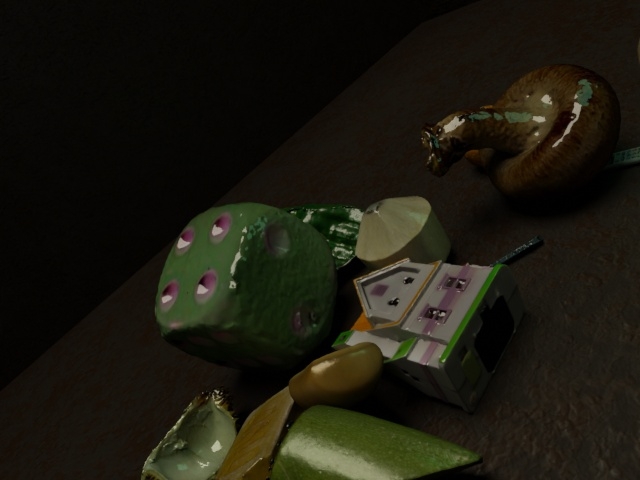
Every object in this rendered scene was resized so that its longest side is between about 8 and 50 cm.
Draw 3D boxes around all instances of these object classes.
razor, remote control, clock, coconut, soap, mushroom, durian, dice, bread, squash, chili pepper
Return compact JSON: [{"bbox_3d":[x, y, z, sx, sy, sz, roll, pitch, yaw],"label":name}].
[{"bbox_3d":[0.372,0.042,1.065,0.190,0.033,0.066,-31,69,5],"label":"razor"},{"bbox_3d":[0.653,-0.175,1.095,0.125,0.017,0.053,-12,33,43],"label":"remote control"},{"bbox_3d":[0.182,0.150,0.966,0.310,0.166,0.235,7,48,47],"label":"clock"},{"bbox_3d":[0.178,-0.003,1.169,0.202,0.222,0.202,-29,30,19],"label":"coconut"},{"bbox_3d":[-0.100,0.382,0.923,0.160,0.080,0.257,-40,6,21],"label":"soap"},{"bbox_3d":[0.445,-0.258,1.143,0.334,0.356,0.331,-54,4,35],"label":"mushroom"},{"bbox_3d":[-0.253,0.422,1.081,0.144,0.139,0.252,4,45,49],"label":"durian"},{"bbox_3d":[-0.170,0.119,1.215,0.322,0.318,0.330,-16,54,40],"label":"dice"},{"bbox_3d":[0.028,0.249,0.893,0.148,0.098,0.217,-13,-20,-17],"label":"bread"},{"bbox_3d":[0.076,0.351,0.729,0.261,0.189,0.189,12,48,25],"label":"squash"},{"bbox_3d":[0.004,0.006,1.460,0.385,0.213,0.167,0,-5,25],"label":"chili pepper"}]

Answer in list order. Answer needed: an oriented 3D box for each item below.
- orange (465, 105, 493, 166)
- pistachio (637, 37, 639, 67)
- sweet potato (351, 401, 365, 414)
[{"bbox_3d":[0.463,-0.281,1.382,0.178,0.155,0.177,-39,28,25],"label":"orange"},{"bbox_3d":[0.799,-0.406,1.139,0.188,0.187,0.299,-22,22,30],"label":"pistachio"},{"bbox_3d":[0.019,0.373,0.904,0.059,0.067,0.281,29,55,23],"label":"sweet potato"}]
